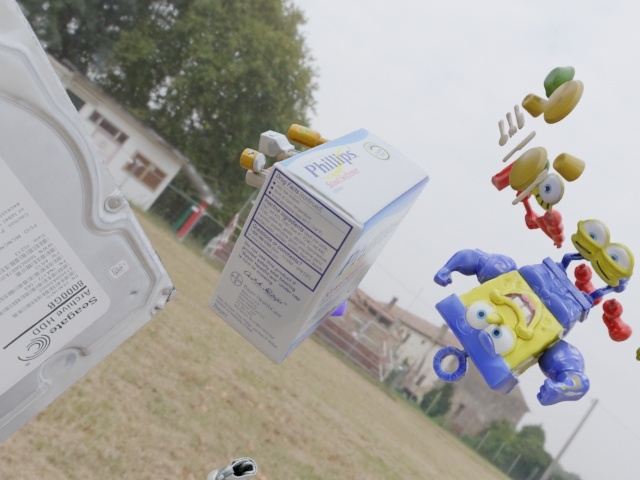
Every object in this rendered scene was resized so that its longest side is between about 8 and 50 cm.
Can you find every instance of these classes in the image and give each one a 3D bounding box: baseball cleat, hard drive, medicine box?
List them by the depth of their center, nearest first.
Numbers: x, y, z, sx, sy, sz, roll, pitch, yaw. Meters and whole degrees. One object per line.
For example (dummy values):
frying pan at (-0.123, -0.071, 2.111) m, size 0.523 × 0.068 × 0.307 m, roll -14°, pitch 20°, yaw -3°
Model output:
hard drive at (-0.240, 0.017, 0.369) m, size 0.064 × 0.237 × 0.339 m, roll 39°, pitch -24°, yaw 24°
medicine box at (0.000, 0.000, 0.888) m, size 0.149 × 0.289 × 0.263 m, roll 39°, pitch 35°, yaw 12°
baseball cleat at (-0.184, 0.549, 1.320) m, size 0.072 × 0.109 × 0.206 m, roll 63°, pitch 3°, yaw 21°

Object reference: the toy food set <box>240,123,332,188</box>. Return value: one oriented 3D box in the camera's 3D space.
toy food set at (-0.067, -0.164, 1.201) m, size 0.104 × 0.111 × 0.232 m, roll 21°, pitch 28°, yaw 17°

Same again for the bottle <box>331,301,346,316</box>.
bottle at (0.006, 0.052, 1.455) m, size 0.118 × 0.283 × 0.092 m, roll 1°, pitch -6°, yaw -12°

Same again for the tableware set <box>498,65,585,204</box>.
tableware set at (0.223, -0.105, 0.559) m, size 0.024 × 0.104 × 0.154 m, roll 28°, pitch 41°, yaw -16°

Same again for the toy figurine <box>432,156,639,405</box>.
toy figurine at (0.233, 0.112, 0.609) m, size 0.363 × 0.217 × 0.191 m, roll 60°, pitch 6°, yaw 31°
